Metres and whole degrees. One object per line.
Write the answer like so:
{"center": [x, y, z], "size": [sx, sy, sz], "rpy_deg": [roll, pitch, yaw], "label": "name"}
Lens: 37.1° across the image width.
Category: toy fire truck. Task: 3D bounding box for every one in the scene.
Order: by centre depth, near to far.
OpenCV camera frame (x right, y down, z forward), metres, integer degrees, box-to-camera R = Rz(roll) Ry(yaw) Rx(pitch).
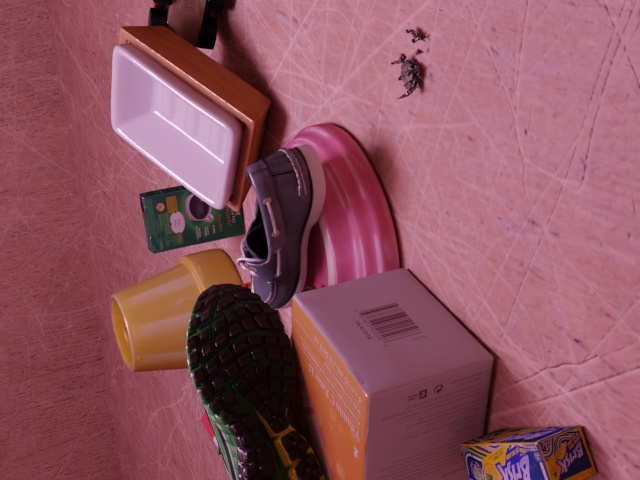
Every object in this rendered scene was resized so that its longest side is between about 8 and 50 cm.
{"center": [-0.250, -0.485, 1.653], "size": [0.217, 0.158, 0.246], "rpy_deg": [111, 159, -46], "label": "toy fire truck"}

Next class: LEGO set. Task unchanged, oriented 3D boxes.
{"center": [0.108, -0.203, 1.105], "size": [0.054, 0.023, 0.083], "rpy_deg": [58, 138, 33], "label": "LEGO set"}

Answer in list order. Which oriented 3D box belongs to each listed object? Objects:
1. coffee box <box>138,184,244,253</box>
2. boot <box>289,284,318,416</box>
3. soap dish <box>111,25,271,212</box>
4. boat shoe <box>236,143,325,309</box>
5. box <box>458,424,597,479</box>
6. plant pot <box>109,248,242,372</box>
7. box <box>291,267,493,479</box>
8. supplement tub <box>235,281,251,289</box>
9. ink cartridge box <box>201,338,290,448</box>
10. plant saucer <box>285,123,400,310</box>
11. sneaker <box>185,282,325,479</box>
{"center": [-0.237, -0.049, 1.776], "size": [0.040, 0.184, 0.113], "rpy_deg": [-148, 47, -63], "label": "coffee box"}
{"center": [-0.043, 0.173, 1.320], "size": [0.082, 0.106, 0.219], "rpy_deg": [30, 124, 58], "label": "boot"}
{"center": [-0.219, -0.210, 1.609], "size": [0.291, 0.118, 0.229], "rpy_deg": [36, 143, 15], "label": "soap dish"}
{"center": [-0.074, -0.006, 1.312], "size": [0.116, 0.099, 0.319], "rpy_deg": [63, 153, 30], "label": "boat shoe"}
{"center": [0.219, 0.235, 1.028], "size": [0.169, 0.059, 0.054], "rpy_deg": [-33, 74, 66], "label": "box"}
{"center": [-0.293, 0.163, 1.952], "size": [0.254, 0.239, 0.254], "rpy_deg": [45, 142, 51], "label": "plant pot"}
{"center": [0.078, 0.246, 1.221], "size": [0.215, 0.168, 0.345], "rpy_deg": [-132, 36, -51], "label": "box"}
{"center": [-0.134, 0.179, 1.746], "size": [0.117, 0.117, 0.190], "rpy_deg": [-39, 67, 65], "label": "supplement tub"}
{"center": [-0.057, 0.299, 1.528], "size": [0.197, 0.114, 0.273], "rpy_deg": [-59, 36, 10], "label": "ink cartridge box"}
{"center": [0.000, 0.000, 1.380], "size": [0.332, 0.084, 0.332], "rpy_deg": [166, 90, -68], "label": "plant saucer"}
{"center": [-0.099, 0.224, 1.238], "size": [0.146, 0.134, 0.343], "rpy_deg": [151, 105, -69], "label": "sneaker"}
